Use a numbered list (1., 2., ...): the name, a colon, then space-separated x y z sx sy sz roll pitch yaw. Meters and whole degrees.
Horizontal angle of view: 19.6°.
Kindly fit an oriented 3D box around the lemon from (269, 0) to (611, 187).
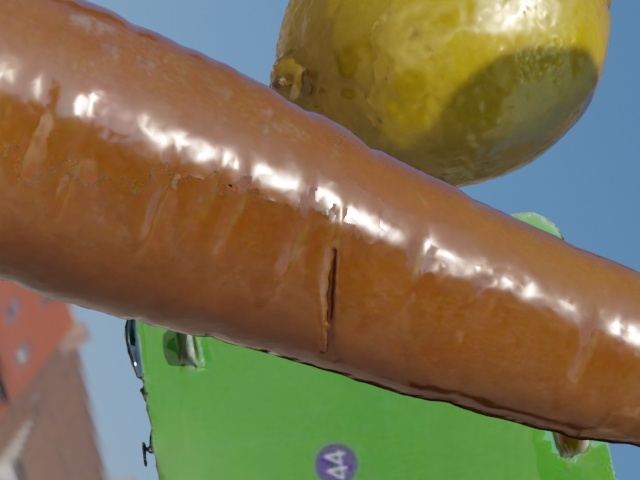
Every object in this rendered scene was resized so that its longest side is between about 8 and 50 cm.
1. lemon: 0.097 -0.154 1.482 0.236 0.263 0.236 5 90 -86

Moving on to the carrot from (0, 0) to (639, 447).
1. carrot: 0.000 0.000 0.418 0.069 0.336 0.069 -161 -90 -74

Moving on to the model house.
1. model house: 0.053 0.209 1.045 0.313 0.242 0.358 73 5 -70
